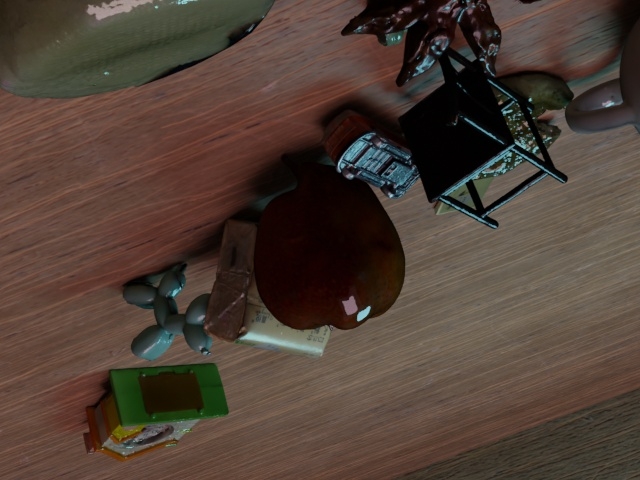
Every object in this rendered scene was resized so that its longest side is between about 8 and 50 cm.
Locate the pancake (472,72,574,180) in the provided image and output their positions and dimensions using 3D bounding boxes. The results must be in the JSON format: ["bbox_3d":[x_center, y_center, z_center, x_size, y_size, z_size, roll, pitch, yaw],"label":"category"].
[{"bbox_3d":[0.241,-0.150,1.586,0.253,0.037,0.253,-16,155,-8],"label":"pancake"}]

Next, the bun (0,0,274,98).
[{"bbox_3d":[-0.181,-0.242,0.978,0.283,0.179,0.283,-19,176,-1],"label":"bun"}]

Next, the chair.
[{"bbox_3d":[0.178,-0.135,1.392,0.141,0.155,0.260,-36,142,27],"label":"chair"}]

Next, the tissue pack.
[{"bbox_3d":[-0.066,0.075,1.665,0.090,0.186,0.222,7,175,37],"label":"tissue pack"}]

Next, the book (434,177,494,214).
[{"bbox_3d":[0.229,-0.077,1.750,0.077,0.014,0.111,-10,153,-16],"label":"book"}]

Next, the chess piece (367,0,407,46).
[{"bbox_3d":[0.131,-0.270,1.255,0.149,0.059,0.059,-21,155,-6],"label":"chess piece"}]

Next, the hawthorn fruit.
[{"bbox_3d":[0.000,0.000,1.509,0.208,0.248,0.208,-16,-169,3],"label":"hawthorn fruit"}]

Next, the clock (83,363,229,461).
[{"bbox_3d":[-0.331,0.340,2.107,0.219,0.106,0.255,0,149,-34],"label":"clock"}]

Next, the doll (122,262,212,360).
[{"bbox_3d":[-0.216,0.115,1.668,0.158,0.159,0.059,-28,152,16],"label":"doll"}]

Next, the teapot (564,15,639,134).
[{"bbox_3d":[0.517,-0.222,1.427,0.424,0.252,0.280,-17,-165,30],"label":"teapot"}]

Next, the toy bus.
[{"bbox_3d":[0.071,-0.119,1.481,0.079,0.077,0.174,-46,146,18],"label":"toy bus"}]

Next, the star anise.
[{"bbox_3d":[0.153,-0.281,1.165,0.288,0.088,0.288,-18,136,-18],"label":"star anise"}]
